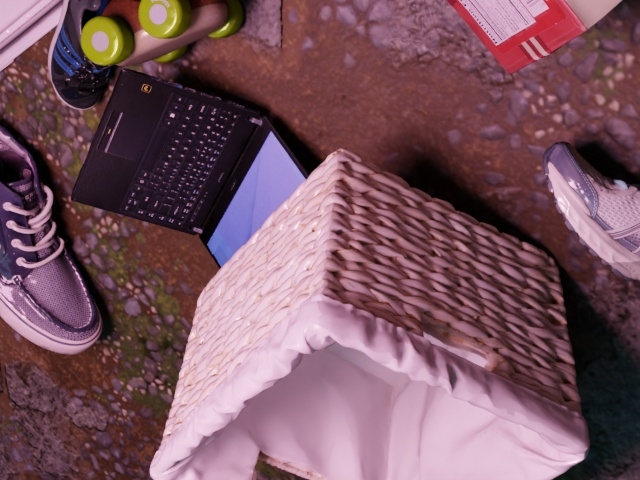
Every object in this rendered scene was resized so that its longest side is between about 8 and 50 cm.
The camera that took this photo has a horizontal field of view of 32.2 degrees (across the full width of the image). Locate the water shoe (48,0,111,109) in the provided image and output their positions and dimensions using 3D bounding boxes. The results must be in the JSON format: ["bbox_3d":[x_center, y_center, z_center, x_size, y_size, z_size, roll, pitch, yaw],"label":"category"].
[{"bbox_3d":[-0.277,-0.224,1.312,0.080,0.073,0.203,60,148,37],"label":"water shoe"}]

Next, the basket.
[{"bbox_3d":[0.050,0.131,1.159,0.328,0.266,0.331,26,134,-21],"label":"basket"}]

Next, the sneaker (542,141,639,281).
[{"bbox_3d":[0.344,-0.012,1.096,0.283,0.110,0.122,42,111,0],"label":"sneaker"}]

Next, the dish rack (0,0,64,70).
[{"bbox_3d":[-0.434,-0.366,1.351,0.332,0.072,0.286,-25,101,36],"label":"dish rack"}]

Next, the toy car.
[{"bbox_3d":[-0.192,-0.296,1.200,0.149,0.155,0.188,-19,93,23],"label":"toy car"}]

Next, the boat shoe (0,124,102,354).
[{"bbox_3d":[-0.402,-0.006,1.494,0.340,0.127,0.158,48,137,-1],"label":"boat shoe"}]

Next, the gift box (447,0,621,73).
[{"bbox_3d":[0.212,-0.299,0.856,0.258,0.276,0.255,-41,98,-5],"label":"gift box"}]

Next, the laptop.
[{"bbox_3d":[-0.146,-0.042,1.303,0.264,0.137,0.234,16,136,-18],"label":"laptop"}]
